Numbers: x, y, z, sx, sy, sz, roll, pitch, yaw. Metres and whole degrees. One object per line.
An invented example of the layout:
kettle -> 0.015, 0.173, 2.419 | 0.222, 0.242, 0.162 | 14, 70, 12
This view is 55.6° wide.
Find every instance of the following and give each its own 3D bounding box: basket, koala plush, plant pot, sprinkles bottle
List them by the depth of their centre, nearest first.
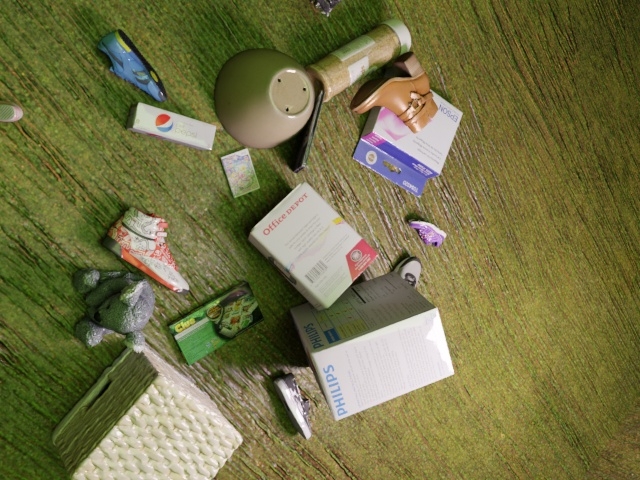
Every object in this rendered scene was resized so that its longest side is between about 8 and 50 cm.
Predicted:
koala plush -> -0.488, 0.169, 1.505 | 0.204, 0.221, 0.196 | -4, 97, -32
basket -> -0.440, 0.497, 1.551 | 0.328, 0.266, 0.331 | -50, 116, -16
plant pot -> -0.126, -0.400, 1.681 | 0.284, 0.191, 0.283 | -4, 97, -31
sprinkles bottle -> 0.115, -0.553, 1.853 | 0.355, 0.121, 0.121 | -36, 113, -23

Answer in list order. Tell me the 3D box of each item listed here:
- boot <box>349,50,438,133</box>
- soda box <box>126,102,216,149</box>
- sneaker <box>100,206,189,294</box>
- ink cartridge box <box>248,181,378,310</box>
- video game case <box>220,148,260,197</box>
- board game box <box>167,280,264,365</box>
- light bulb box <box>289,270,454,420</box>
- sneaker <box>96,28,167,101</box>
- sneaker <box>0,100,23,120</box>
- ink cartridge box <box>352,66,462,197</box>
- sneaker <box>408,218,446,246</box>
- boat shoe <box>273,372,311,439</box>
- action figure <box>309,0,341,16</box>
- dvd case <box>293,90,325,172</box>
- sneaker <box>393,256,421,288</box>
boot -> 0.237, -0.422, 1.894 | 0.283, 0.109, 0.220 | -45, 121, -20
soda box -> -0.391, -0.298, 1.597 | 0.216, 0.074, 0.069 | 12, 90, -32
sneaker -> -0.425, 0.025, 1.604 | 0.270, 0.090, 0.145 | 38, 78, -26
ink cartridge box -> -0.024, 0.020, 1.755 | 0.306, 0.131, 0.226 | 45, 74, 2
video game case -> -0.231, -0.194, 1.745 | 0.087, 0.011, 0.121 | -25, 108, -27
board game box -> -0.296, 0.235, 1.745 | 0.260, 0.030, 0.136 | -29, 112, -26
light bulb box -> 0.135, 0.289, 1.773 | 0.361, 0.358, 0.225 | -19, 107, -7
sneaker -> -0.477, -0.431, 1.544 | 0.082, 0.069, 0.209 | -31, 125, 10
sneaker -> -0.754, -0.299, 1.395 | 0.135, 0.070, 0.050 | 7, 102, -3
ink cartridge box -> 0.298, -0.354, 2.021 | 0.324, 0.071, 0.329 | 25, 81, -32
sneaker -> 0.369, -0.024, 2.104 | 0.170, 0.068, 0.071 | 27, 87, -32
boat shoe -> -0.069, 0.512, 1.894 | 0.076, 0.080, 0.228 | -31, 103, -24
action figure -> 0.014, -0.745, 1.761 | 0.276, 0.141, 0.164 | -43, 118, -38
dvd case -> -0.035, -0.312, 1.766 | 0.018, 0.164, 0.221 | 16, 87, -10
sneaker -> 0.282, 0.181, 2.050 | 0.100, 0.108, 0.271 | 32, 77, -28
